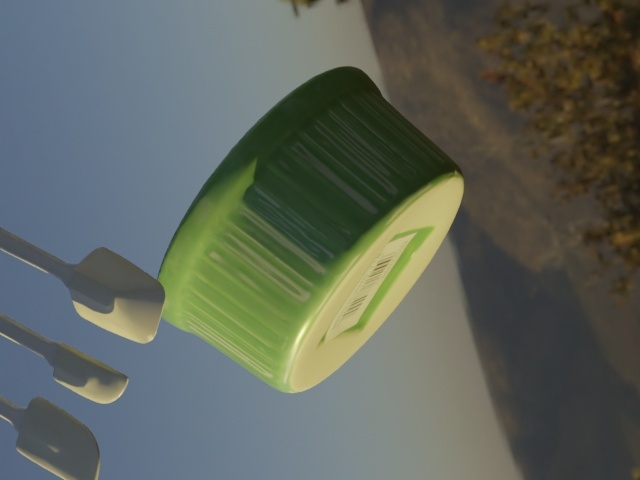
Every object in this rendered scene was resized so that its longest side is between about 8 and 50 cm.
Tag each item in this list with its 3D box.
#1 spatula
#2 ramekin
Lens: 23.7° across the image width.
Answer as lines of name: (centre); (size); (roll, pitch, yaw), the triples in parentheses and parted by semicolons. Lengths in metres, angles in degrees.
spatula: (-0.227, 0.067, 1.161); (0.019, 0.242, 0.168); (5, -74, -55)
ramekin: (0.000, 0.000, 1.443); (0.148, 0.303, 0.303); (39, 175, 15)
